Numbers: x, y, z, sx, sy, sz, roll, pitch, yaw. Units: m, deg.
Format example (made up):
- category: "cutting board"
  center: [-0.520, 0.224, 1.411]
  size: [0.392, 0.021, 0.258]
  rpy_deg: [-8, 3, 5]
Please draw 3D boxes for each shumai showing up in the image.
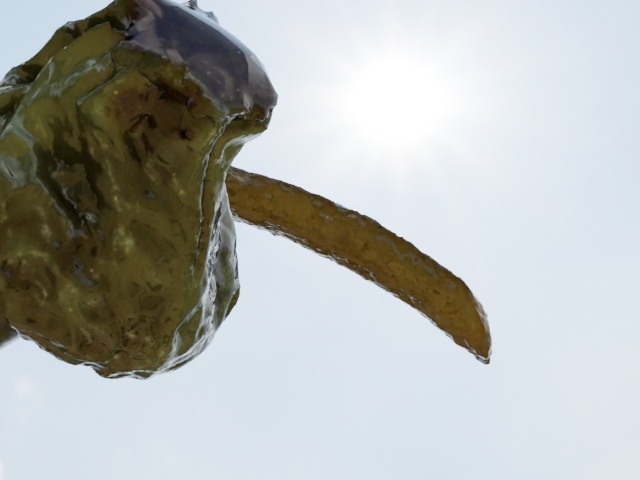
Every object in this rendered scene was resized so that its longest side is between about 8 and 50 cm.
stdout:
- category: "shumai"
  center: [-0.104, -0.029, 1.064]
  size: [0.222, 0.225, 0.260]
  rpy_deg: [-19, -37, 18]

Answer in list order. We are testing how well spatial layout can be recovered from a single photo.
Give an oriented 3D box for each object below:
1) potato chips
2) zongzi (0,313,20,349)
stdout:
- category: "potato chips"
  center: [0.000, 0.000, 1.489]
  size: [0.407, 0.080, 0.057]
  rpy_deg: [25, -4, -6]
- category: "zongzi"
  center: [-0.360, -0.033, 1.324]
  size: [0.432, 0.403, 0.207]
  rpy_deg: [-25, -45, -9]
